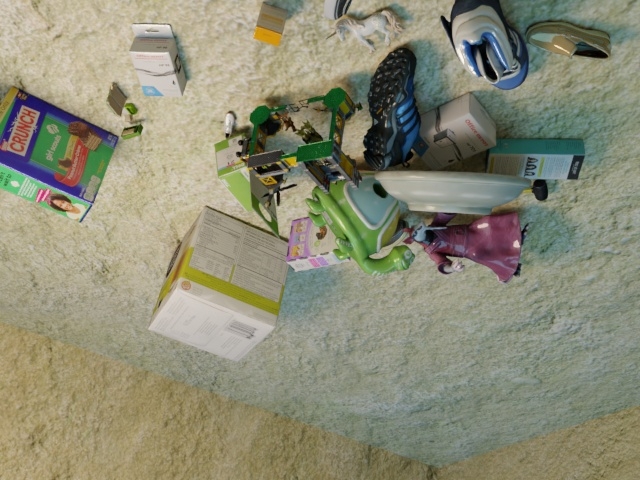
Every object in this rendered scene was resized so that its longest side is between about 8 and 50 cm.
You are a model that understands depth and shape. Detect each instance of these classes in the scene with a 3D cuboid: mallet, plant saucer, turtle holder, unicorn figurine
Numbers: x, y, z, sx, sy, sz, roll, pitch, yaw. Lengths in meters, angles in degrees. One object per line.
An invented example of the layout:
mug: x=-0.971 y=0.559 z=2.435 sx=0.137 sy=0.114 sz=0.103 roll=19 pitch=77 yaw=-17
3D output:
mallet: x=0.562 y=-0.133 z=1.961 sx=0.190 sy=0.039 sz=0.062 roll=-9 pitch=138 yaw=29
plant saucer: x=0.339 y=-0.122 z=1.768 sx=0.401 sy=0.100 sz=0.400 roll=3 pitch=-177 yaw=0
turtle holder: x=0.122 y=-0.059 z=1.919 sx=0.227 sy=0.320 sz=0.243 roll=-34 pitch=149 yaw=-6
unicorn figurine: x=0.104 y=-0.479 z=1.552 sx=0.162 sy=0.060 sz=0.111 roll=-29 pitch=132 yaw=19

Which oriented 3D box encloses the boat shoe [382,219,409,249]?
boat shoe: x=0.182 y=-0.013 z=2.158 sx=0.073 sy=0.080 sz=0.223 roll=26 pitch=145 yaw=-32

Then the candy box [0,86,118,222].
candy box: x=-0.753 y=-0.236 z=1.862 sx=0.317 sy=0.268 sz=0.122 roll=25 pitch=138 yaw=-23

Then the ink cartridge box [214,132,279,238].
ink cartridge box: x=-0.202 y=-0.137 z=1.877 sx=0.097 sy=0.255 sz=0.189 roll=-18 pitch=147 yaw=13

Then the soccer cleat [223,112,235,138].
soccer cleat: x=-0.251 y=-0.314 z=1.857 sx=0.029 sy=0.035 sz=0.083 roll=12 pitch=145 yaw=-5

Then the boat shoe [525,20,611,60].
boat shoe: x=0.552 y=-0.436 z=1.504 sx=0.190 sy=0.072 sz=0.068 roll=6 pitch=145 yaw=3

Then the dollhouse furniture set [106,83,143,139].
dollhouse furniture set: x=-0.547 y=-0.345 z=1.836 sx=0.059 sy=0.076 sz=0.151 roll=-9 pitch=142 yaw=21

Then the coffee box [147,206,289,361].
coffee box: x=-0.332 y=0.152 z=2.265 sx=0.338 sy=0.334 sz=0.337 roll=24 pitch=143 yaw=-18

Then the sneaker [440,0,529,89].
sneaker: x=0.369 y=-0.386 z=1.467 sx=0.130 sy=0.236 sz=0.323 roll=-13 pitch=139 yaw=27

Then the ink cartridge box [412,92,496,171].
ink cartridge box: x=0.339 y=-0.278 z=1.758 sx=0.191 sy=0.082 sz=0.140 roll=-20 pitch=135 yaw=36

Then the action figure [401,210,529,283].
action figure: x=0.430 y=-0.010 z=2.061 sx=0.370 sy=0.248 sz=0.276 roll=6 pitch=171 yaw=10

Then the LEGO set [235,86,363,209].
LEGO set: x=-0.028 y=-0.232 z=1.748 sx=0.331 sy=0.255 sz=0.192 roll=-14 pitch=149 yaw=22

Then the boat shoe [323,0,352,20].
boat shoe: x=0.098 y=-0.567 z=1.375 sx=0.105 sy=0.113 sz=0.306 roll=27 pitch=133 yaw=-2

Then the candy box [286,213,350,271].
candy box: x=0.000 y=0.000 z=2.136 sx=0.196 sy=0.164 sz=0.070 roll=-12 pitch=141 yaw=25

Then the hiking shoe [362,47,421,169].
hiking shoe: x=0.190 y=-0.324 z=1.673 sx=0.132 sy=0.113 sz=0.304 roll=-11 pitch=125 yaw=-35

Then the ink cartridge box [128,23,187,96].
ink cartridge box: x=-0.406 y=-0.444 z=1.684 sx=0.104 sy=0.060 sz=0.180 roll=3 pitch=144 yaw=7

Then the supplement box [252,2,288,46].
supplement box: x=-0.113 y=-0.488 z=1.534 sx=0.062 sy=0.098 sz=0.036 roll=16 pitch=140 yaw=-9

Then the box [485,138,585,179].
box: x=0.570 y=-0.218 z=1.814 sx=0.244 sy=0.060 sz=0.100 roll=2 pitch=145 yaw=8
